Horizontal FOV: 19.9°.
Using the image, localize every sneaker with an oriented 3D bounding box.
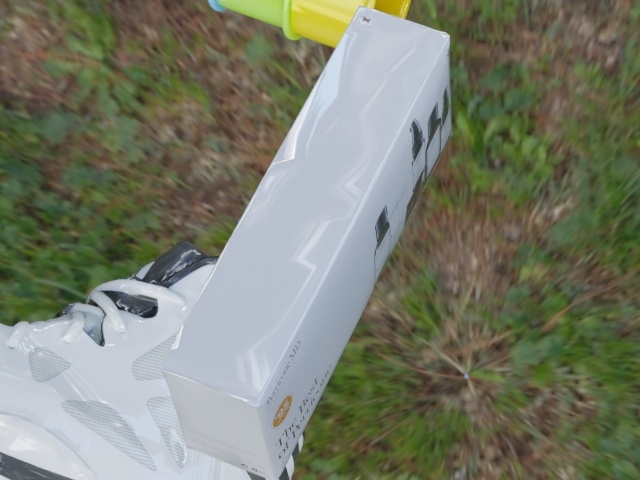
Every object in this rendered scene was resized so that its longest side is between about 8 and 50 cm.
[{"bbox_3d":[-0.211,0.086,1.311,0.447,0.169,0.257,32,67,-15],"label":"sneaker"}]

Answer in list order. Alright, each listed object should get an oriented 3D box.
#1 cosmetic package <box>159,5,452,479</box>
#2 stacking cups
[{"bbox_3d":[0.000,0.000,0.968,0.060,0.099,0.239,19,64,18],"label":"cosmetic package"},{"bbox_3d":[-0.089,-0.217,1.357,0.316,0.096,0.096,19,87,18],"label":"stacking cups"}]
